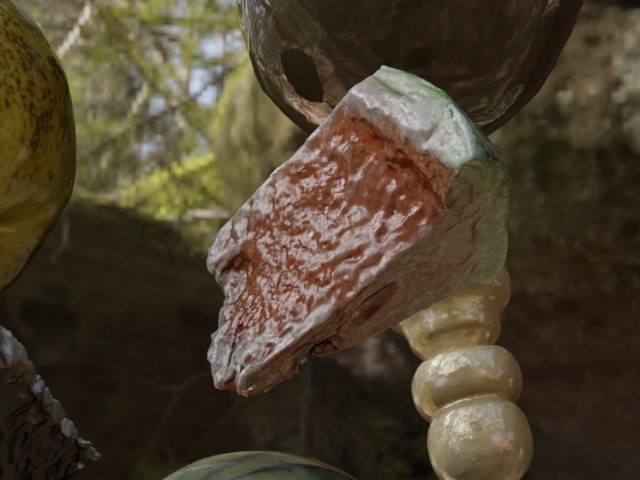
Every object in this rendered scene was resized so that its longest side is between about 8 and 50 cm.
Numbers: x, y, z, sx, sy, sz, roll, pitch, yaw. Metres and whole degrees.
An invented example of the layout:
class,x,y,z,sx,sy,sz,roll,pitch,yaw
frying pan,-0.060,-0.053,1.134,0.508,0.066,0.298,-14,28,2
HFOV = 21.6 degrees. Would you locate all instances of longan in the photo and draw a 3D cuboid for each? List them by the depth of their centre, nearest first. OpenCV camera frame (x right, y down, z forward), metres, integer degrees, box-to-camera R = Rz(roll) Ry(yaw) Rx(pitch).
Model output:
class,x,y,z,sx,sy,sz,roll,pitch,yaw
longan,0.068,-0.168,1.154,0.248,0.248,0.248,0,-30,0

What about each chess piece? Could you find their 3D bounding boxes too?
class,x,y,z,sx,sy,sz,roll,pitch,yaw
chess piece,0.138,0.121,1.624,0.143,0.260,0.142,-10,-25,-5

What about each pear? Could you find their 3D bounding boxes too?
class,x,y,z,sx,sy,sz,roll,pitch,yaw
pear,-0.222,-0.055,0.826,0.197,0.197,0.197,0,-30,0

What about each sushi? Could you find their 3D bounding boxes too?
class,x,y,z,sx,sy,sz,roll,pitch,yaw
sushi,-0.254,0.116,1.150,0.136,0.126,0.225,32,-15,32

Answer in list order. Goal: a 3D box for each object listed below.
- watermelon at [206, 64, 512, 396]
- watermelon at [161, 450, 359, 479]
class,x,y,z,sx,sy,sz,roll,pitch,yaw
watermelon,0.016,-0.003,0.760,0.158,0.098,0.121,-49,-26,12
watermelon,-0.032,0.335,1.458,0.279,0.278,0.359,-13,-37,23
